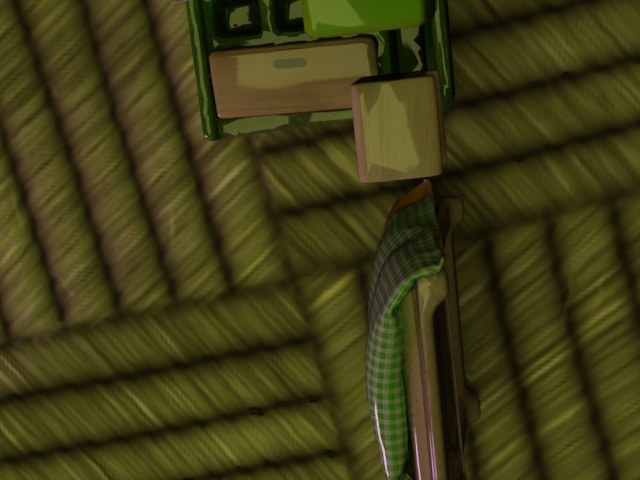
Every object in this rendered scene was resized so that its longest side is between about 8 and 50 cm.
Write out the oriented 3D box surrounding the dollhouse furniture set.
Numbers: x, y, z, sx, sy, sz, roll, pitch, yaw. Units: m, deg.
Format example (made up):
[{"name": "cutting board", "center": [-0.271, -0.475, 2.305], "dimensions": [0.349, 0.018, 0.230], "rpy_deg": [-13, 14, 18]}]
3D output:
[{"name": "dollhouse furniture set", "center": [0.000, 0.000, 0.644], "dimensions": [0.151, 0.197, 0.301], "rpy_deg": [-4, 102, 11]}]
